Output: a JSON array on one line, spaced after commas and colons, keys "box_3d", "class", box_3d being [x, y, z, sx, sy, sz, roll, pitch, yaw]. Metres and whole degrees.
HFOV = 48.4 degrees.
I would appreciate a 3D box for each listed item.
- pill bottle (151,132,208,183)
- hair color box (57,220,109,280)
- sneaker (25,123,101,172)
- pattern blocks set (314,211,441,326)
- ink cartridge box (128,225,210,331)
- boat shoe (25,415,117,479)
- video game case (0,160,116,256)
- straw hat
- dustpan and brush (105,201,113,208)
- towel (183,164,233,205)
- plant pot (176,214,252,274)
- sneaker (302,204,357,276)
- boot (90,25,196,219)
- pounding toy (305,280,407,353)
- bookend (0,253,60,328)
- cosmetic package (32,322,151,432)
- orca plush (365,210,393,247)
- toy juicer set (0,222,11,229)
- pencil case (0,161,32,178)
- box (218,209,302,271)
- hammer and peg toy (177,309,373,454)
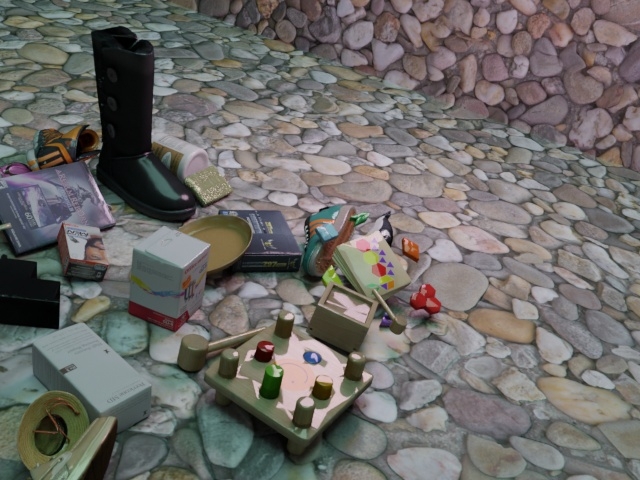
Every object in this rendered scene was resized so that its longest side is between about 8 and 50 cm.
[{"box_3d": [-0.466, -0.253, 2.150, 0.229, 0.131, 0.131, 24, 32, 19], "class": "pill bottle"}, {"box_3d": [-0.569, 0.024, 1.704, 0.093, 0.053, 0.167, 13, 27, -33], "class": "hair color box"}, {"box_3d": [-0.704, -0.261, 2.002, 0.180, 0.125, 0.321, -24, 29, -4], "class": "sneaker"}, {"box_3d": [0.134, 0.072, 1.808, 0.285, 0.026, 0.325, -12, 63, -21], "class": "pattern blocks set"}, {"box_3d": [-0.337, 0.083, 1.587, 0.127, 0.176, 0.128, 20, 31, 13], "class": "ink cartridge box"}, {"box_3d": [-0.418, 0.386, 1.121, 0.098, 0.109, 0.302, 17, 36, 6], "class": "boat shoe"}, {"box_3d": [-0.676, -0.087, 1.790, 0.274, 0.026, 0.196, -23, 82, -44], "class": "video game case"}, {"box_3d": [-0.469, 0.335, 1.223, 0.061, 0.144, 0.144, -19, 10, 37], "class": "straw hat"}, {"box_3d": [-0.675, -0.134, 1.906, 0.147, 0.060, 0.211, 35, 27, 33], "class": "dustpan and brush"}, {"box_3d": [-0.331, -0.162, 2.112, 0.110, 0.027, 0.148, 49, 37, 2], "class": "towel"}, {"box_3d": [-0.283, 0.017, 1.796, 0.236, 0.032, 0.236, -9, 36, 6], "class": "plant pot"}, {"box_3d": [0.000, 0.000, 1.944, 0.121, 0.108, 0.302, 2, 31, 24], "class": "sneaker"}, {"box_3d": [-0.475, -0.315, 1.936, 0.367, 0.445, 0.146, 26, 33, 23], "class": "boot"}, {"box_3d": [0.092, 0.187, 1.666, 0.206, 0.094, 0.181, 25, 26, 3], "class": "pounding toy"}, {"box_3d": [-0.629, 0.108, 1.539, 0.156, 0.072, 0.157, 7, 30, -11], "class": "bookend"}, {"box_3d": [-0.433, 0.261, 1.345, 0.231, 0.085, 0.117, 30, 35, 30], "class": "cosmetic package"}, {"box_3d": [0.151, 0.035, 1.974, 0.151, 0.102, 0.287, -28, 16, 21], "class": "orca plush"}, {"box_3d": [-0.807, 0.084, 1.520, 0.209, 0.089, 0.329, -6, 33, 5], "class": "toy juicer set"}, {"box_3d": [-0.783, -0.125, 1.860, 0.098, 0.095, 0.209, 33, 8, -45], "class": "pencil case"}, {"box_3d": [-0.168, -0.003, 1.911, 0.183, 0.059, 0.233, 1, 33, -20], "class": "box"}, {"box_3d": [-0.098, 0.247, 1.447, 0.361, 0.127, 0.266, 28, 34, 25], "class": "hammer and peg toy"}]
